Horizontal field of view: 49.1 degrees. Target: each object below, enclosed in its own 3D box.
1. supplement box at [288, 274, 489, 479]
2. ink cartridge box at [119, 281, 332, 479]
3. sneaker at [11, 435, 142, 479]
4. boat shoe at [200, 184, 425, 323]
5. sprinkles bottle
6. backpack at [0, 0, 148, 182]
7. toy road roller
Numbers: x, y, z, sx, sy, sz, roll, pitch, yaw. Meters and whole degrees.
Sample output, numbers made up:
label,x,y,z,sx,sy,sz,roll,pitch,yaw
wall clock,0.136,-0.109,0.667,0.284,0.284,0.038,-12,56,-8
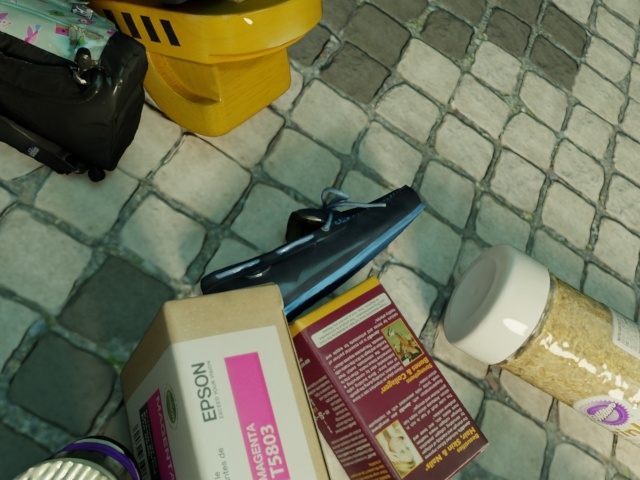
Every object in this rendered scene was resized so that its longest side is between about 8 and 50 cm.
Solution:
label,x,y,z,sx,sy,sz,roll,pitch,yaw
supplement box,0.050,0.142,0.649,0.104,0.081,0.188,-27,78,-33
ink cartridge box,-0.071,0.175,0.509,0.088,0.193,0.235,-6,68,-27
sneaker,-0.169,0.270,0.466,0.102,0.146,0.294,14,90,-6
boat shoe,0.000,0.000,0.685,0.258,0.109,0.089,-32,78,-36
sprinkles bottle,0.309,0.137,0.747,0.355,0.121,0.121,29,57,-9
backpack,-0.253,-0.157,0.636,0.182,0.152,0.115,25,46,-2
toy road roller,-0.153,-0.249,0.708,0.329,0.241,0.202,18,42,28
